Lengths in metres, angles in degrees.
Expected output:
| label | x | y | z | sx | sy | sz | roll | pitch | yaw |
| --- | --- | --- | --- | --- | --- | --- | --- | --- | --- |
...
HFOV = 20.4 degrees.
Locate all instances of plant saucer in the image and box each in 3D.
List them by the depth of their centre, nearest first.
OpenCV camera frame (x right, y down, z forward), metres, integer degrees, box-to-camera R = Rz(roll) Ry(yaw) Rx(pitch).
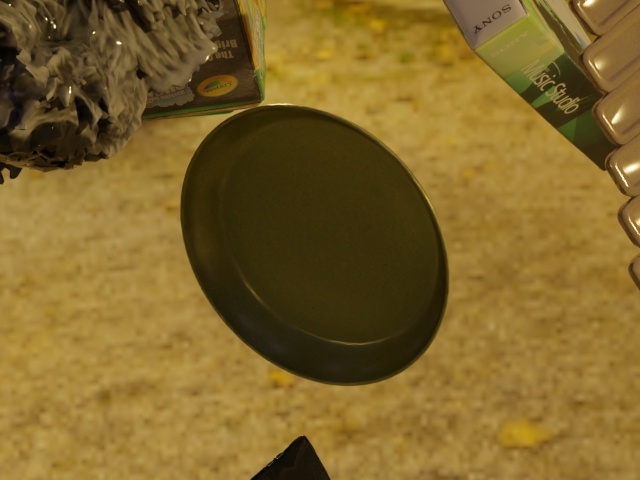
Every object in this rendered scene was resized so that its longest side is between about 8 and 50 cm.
| label | x | y | z | sx | sy | sz | roll | pitch | yaw |
| --- | --- | --- | --- | --- | --- | --- | --- | --- | --- |
| plant saucer | 0.000 | 0.000 | 1.398 | 0.241 | 0.241 | 0.037 | 7 | 28 | 30 |

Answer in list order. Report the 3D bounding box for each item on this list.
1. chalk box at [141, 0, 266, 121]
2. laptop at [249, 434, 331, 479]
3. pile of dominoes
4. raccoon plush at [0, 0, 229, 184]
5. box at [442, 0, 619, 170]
| label | x | y | z | sx | sy | sz | roll | pitch | yaw |
| --- | --- | --- | --- | --- | --- | --- | --- | --- | --- |
| chalk box | -0.114 | -0.178 | 1.332 | 0.132 | 0.213 | 0.132 | -6 | 49 | 5 |
| laptop | -0.029 | 0.386 | 1.869 | 0.264 | 0.234 | 0.136 | -39 | 29 | -23 |
| pile of dominoes | 0.242 | -0.103 | 1.071 | 0.196 | 0.251 | 0.040 | -16 | 3 | -16 |
| raccoon plush | -0.156 | -0.240 | 0.770 | 0.216 | 0.299 | 0.446 | 14 | 61 | 37 |
| box | 0.152 | -0.203 | 1.460 | 0.058 | 0.232 | 0.322 | -35 | -26 | 16 |
